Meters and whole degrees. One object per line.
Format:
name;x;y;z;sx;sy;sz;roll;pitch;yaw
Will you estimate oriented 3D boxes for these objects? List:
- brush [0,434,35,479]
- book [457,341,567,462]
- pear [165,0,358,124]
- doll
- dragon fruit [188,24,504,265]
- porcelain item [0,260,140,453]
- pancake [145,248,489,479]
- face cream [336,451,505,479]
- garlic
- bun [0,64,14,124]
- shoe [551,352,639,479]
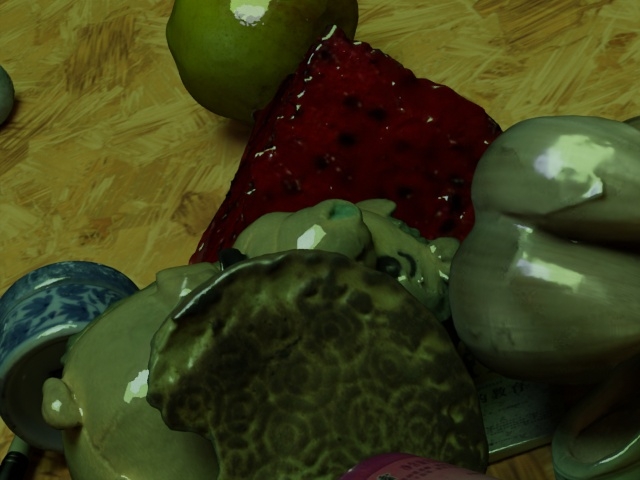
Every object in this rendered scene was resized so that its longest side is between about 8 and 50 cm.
brush;-0.265;0.186;1.744;0.039;0.042;0.299;13;40;5
book;0.135;0.120;1.599;0.118;0.012;0.172;-19;34;7
pear;-0.056;-0.212;2.017;0.200;0.200;0.200;-17;34;12
doll;-0.043;0.100;1.542;0.350;0.247;0.247;-29;33;-17
dragon fruit;0.009;0.005;1.773;0.329;0.228;0.286;-63;10;-8
porcelain item;-0.218;0.100;1.726;0.147;0.147;0.114;-23;37;4
pancake;-0.014;0.158;1.420;0.286;0.288;0.033;-46;7;-4
face cream;0.102;0.245;1.302;0.195;0.175;0.175;12;48;44
garlic;0.219;0.004;1.475;0.237;0.210;0.292;4;4;-26
bun;-0.431;-0.168;2.293;0.141;0.083;0.141;-19;35;14
shoe;0.273;0.098;1.462;0.251;0.100;0.103;-35;37;-8
